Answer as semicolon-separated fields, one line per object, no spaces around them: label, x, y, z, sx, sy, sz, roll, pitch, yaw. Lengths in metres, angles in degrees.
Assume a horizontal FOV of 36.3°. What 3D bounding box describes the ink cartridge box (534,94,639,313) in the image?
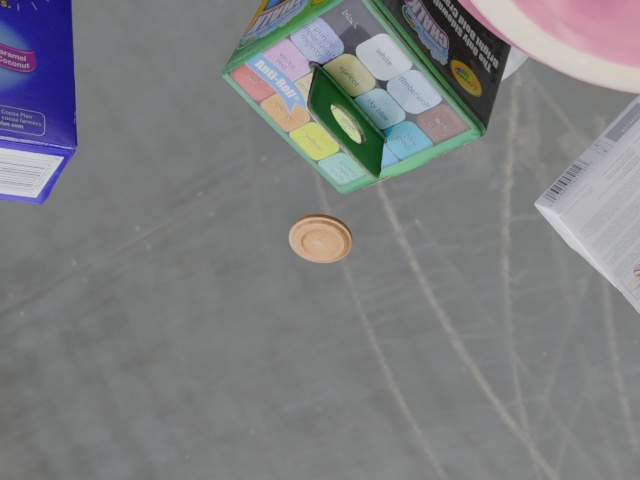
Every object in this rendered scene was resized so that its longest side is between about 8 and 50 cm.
ink cartridge box;0.387;-0.035;1.175;0.225;0.181;0.056;43;-179;-32

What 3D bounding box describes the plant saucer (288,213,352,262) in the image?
plant saucer;0.000;0.000;1.267;0.013;0.083;0.083;-82;-15;-45

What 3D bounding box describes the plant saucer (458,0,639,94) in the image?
plant saucer;0.186;-0.190;0.486;0.332;0.084;0.332;12;144;9

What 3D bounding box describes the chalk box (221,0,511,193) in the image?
chalk box;0.048;-0.174;0.899;0.179;0.289;0.180;-21;124;41

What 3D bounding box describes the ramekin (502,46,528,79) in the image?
ramekin;0.184;-0.361;1.424;0.277;0.277;0.135;49;-166;26

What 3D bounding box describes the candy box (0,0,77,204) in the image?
candy box;-0.357;-0.210;0.845;0.122;0.268;0.317;-36;54;50
